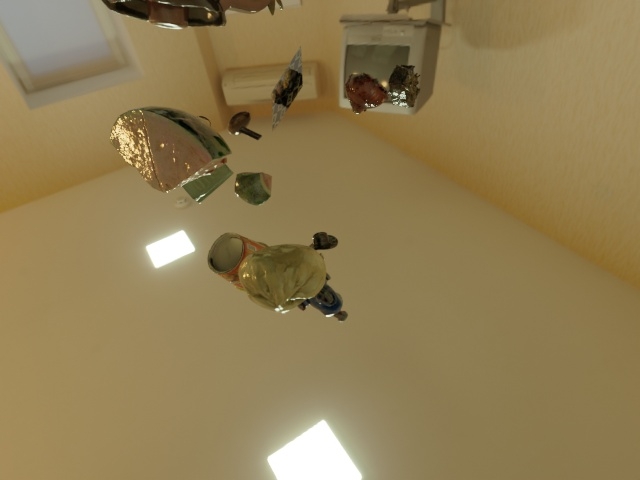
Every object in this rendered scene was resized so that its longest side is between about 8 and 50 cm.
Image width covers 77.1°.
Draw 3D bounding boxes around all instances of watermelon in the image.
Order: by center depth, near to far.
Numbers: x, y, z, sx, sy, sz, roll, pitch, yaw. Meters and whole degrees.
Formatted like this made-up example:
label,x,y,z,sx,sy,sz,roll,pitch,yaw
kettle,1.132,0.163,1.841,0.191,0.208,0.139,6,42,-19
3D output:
label,x,y,z,sx,sy,sz,roll,pitch,yaw
watermelon,-0.154,-0.127,0.957,0.085,0.092,0.072,18,-136,30
watermelon,-0.433,-0.310,1.242,0.319,0.292,0.222,-33,-174,41

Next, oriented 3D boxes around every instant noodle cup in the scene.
label,x,y,z,sx,sy,sz,roll,pitch,yaw
instant noodle cup,-0.307,0.073,1.515,0.213,0.174,0.213,-11,-116,23

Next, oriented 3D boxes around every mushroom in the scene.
label,x,y,z,sx,sy,sz,roll,pitch,yaw
mushroom,-0.347,-0.507,1.742,0.123,0.123,0.052,-38,-99,-31

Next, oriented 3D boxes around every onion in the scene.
label,x,y,z,sx,sy,sz,roll,pitch,yaw
onion,0.171,-0.567,1.570,0.184,0.147,0.184,17,-165,-5

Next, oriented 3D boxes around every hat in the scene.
label,x,y,z,sx,sy,sz,roll,pitch,yaw
hat,0.000,0.000,1.416,0.121,0.050,0.121,-13,-158,5

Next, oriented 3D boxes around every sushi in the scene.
label,x,y,z,sx,sy,sz,roll,pitch,yaw
sushi,-0.168,-0.650,1.713,0.050,0.290,0.263,13,-121,-28
sushi,0.384,-0.697,1.813,0.115,0.212,0.147,17,-101,22

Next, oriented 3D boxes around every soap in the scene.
label,x,y,z,sx,sy,sz,roll,pitch,yaw
soap,-0.476,-0.261,1.680,0.198,0.063,0.114,-43,-94,-3

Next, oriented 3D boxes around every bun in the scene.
label,x,y,z,sx,sy,sz,roll,pitch,yaw
bun,-0.108,0.114,1.131,0.259,0.259,0.159,-8,-121,2

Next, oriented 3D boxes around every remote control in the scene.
label,x,y,z,sx,sy,sz,roll,pitch,yaw
remote control,-0.291,-0.447,1.667,0.096,0.014,0.039,27,-130,6

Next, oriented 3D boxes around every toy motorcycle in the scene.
label,x,y,z,sx,sy,sz,roll,pitch,yaw
toy motorcycle,0.001,0.216,1.684,0.241,0.181,0.319,18,-177,-35

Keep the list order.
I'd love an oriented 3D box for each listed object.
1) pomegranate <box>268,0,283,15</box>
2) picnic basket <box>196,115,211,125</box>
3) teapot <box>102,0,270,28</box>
label,x,y,z,sx,sy,sz,roll,pitch,yaw
pomegranate,-0.127,-0.716,1.059,0.156,0.220,0.156,3,-141,-2
picnic basket,-0.473,-0.451,1.595,0.072,0.083,0.072,21,-177,-1
teapot,-0.285,-0.644,0.844,0.376,0.361,0.305,-3,-158,-23
